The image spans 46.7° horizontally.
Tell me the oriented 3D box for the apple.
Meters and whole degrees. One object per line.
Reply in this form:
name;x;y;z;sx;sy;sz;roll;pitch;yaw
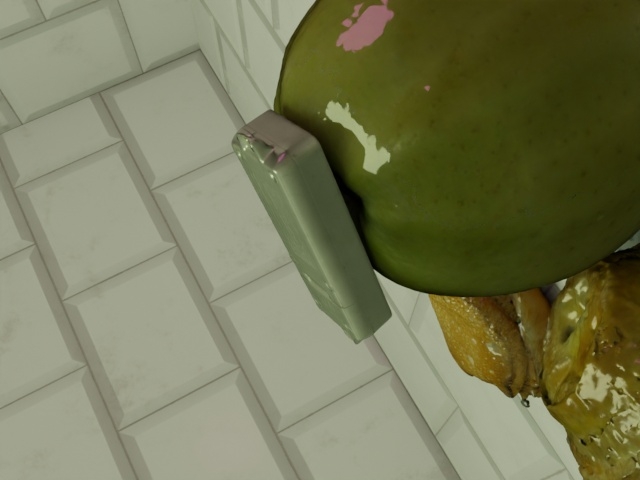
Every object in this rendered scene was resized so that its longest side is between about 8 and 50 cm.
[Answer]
apple;0.175;-0.155;0.862;0.474;0.473;0.474;59;167;22

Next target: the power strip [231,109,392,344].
power strip;0.000;0.000;0.812;0.098;0.058;0.338;36;159;44

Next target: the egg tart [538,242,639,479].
egg tart;0.351;0.131;0.883;0.341;0.129;0.341;-164;90;-89

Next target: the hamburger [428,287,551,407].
hamburger;0.335;0.159;1.423;0.314;0.170;0.290;66;171;-19

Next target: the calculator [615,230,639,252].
calculator;0.444;0.033;1.044;0.261;0.021;0.161;39;152;63
